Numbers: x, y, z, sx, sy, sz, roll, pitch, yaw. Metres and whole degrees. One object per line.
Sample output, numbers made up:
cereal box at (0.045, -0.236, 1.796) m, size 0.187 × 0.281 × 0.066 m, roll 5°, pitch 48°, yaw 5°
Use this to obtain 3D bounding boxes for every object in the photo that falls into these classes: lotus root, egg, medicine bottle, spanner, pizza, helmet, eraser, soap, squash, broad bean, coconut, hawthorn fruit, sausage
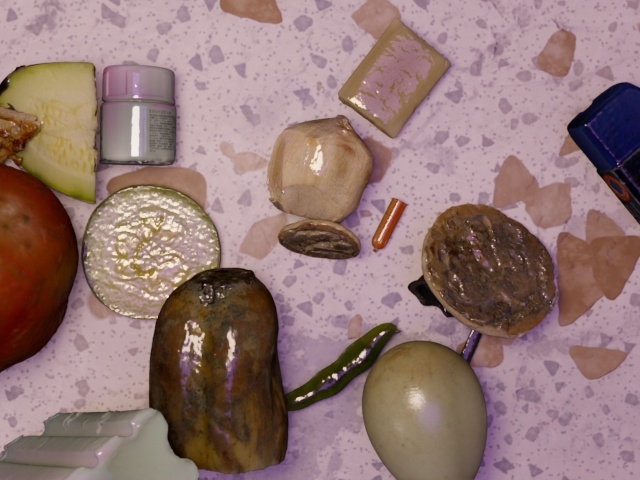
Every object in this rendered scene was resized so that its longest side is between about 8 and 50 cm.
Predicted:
lotus root at (-0.172, 0.223, 1.522) m, size 0.250 × 0.250 × 0.346 m, roll 1°, pitch 96°, yaw -5°
egg at (0.190, 0.324, 1.563) m, size 0.218 × 0.218 × 0.295 m, roll -16°, pitch 94°, yaw -4°
medicine bottle at (-0.318, -0.216, 1.534) m, size 0.135 × 0.135 × 0.168 m, roll 1°, pitch 94°, yaw -5°
spanner at (0.293, 0.181, 1.666) m, size 0.054 × 0.015 × 0.254 m, roll 23°, pitch 91°, yaw -4°
pizza at (-0.567, -0.180, 1.517) m, size 0.194 × 0.069 × 0.154 m, roll -8°, pitch 92°, yaw 28°
helmet at (0.229, 0.086, 1.620) m, size 0.123 × 0.098 × 0.070 m, roll 33°, pitch 64°, yaw -3°
eraser at (0.618, -0.132, 1.630) m, size 0.155 × 0.101 × 0.332 m, roll -41°, pitch 96°, yaw -2°
soap at (-0.424, 0.413, 1.450) m, size 0.261 × 0.446 × 0.156 m, roll -43°, pitch 108°, yaw -37°
squash at (-0.476, -0.191, 1.516) m, size 0.155 × 0.204 × 0.237 m, roll 1°, pitch 97°, yaw -25°
squash at (-0.306, 0.024, 1.591) m, size 0.252 × 0.049 × 0.252 m, roll 0°, pitch 94°, yaw -5°
broad bean at (0.027, 0.251, 1.635) m, size 0.297 × 0.043 × 0.060 m, roll -36°, pitch 86°, yaw -1°
coconut at (0.004, -0.131, 1.545) m, size 0.194 × 0.194 × 0.194 m, roll 0°, pitch 93°, yaw -5°
hawthorn fruit at (-0.592, 0.061, 1.404) m, size 0.403 × 0.403 × 0.402 m, roll 0°, pitch 93°, yaw -5°
sausage at (0.124, -0.027, 1.632) m, size 0.031 × 0.031 × 0.107 m, roll 26°, pitch 92°, yaw -6°

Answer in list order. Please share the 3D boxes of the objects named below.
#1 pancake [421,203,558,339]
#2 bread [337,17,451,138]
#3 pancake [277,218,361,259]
pancake at (0.304, 0.053, 1.587) m, size 0.282 × 0.049 × 0.282 m, roll 10°, pitch 63°, yaw -21°
bread at (0.132, -0.293, 1.602) m, size 0.139 × 0.060 × 0.178 m, roll 39°, pitch 90°, yaw -5°
pancake at (0.000, 0.000, 1.567) m, size 0.158 × 0.158 × 0.028 m, roll 9°, pitch 68°, yaw -5°
